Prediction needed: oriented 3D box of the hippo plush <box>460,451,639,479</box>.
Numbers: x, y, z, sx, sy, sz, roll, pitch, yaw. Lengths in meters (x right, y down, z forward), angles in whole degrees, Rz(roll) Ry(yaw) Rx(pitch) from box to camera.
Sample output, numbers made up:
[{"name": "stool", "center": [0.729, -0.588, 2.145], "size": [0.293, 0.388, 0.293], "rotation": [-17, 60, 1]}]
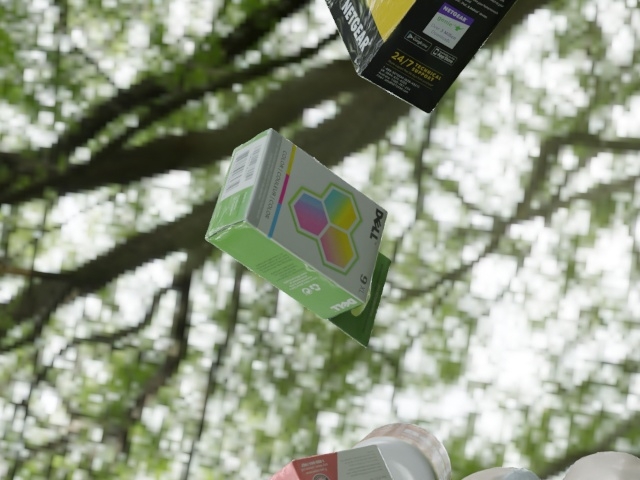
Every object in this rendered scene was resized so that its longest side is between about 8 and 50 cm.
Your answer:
[{"name": "hippo plush", "center": [0.173, 0.317, 1.252], "size": [0.294, 0.234, 0.237], "rotation": [48, -148, -39]}]

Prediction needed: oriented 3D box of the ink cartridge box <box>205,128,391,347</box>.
[{"name": "ink cartridge box", "center": [0.000, 0.000, 1.697], "size": [0.209, 0.062, 0.109], "rotation": [36, -129, -27]}]

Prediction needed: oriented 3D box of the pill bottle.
[{"name": "pill bottle", "center": [0.089, 0.276, 2.111], "size": [0.216, 0.121, 0.121], "rotation": [-9, -76, -80]}]

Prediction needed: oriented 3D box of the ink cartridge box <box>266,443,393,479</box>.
[{"name": "ink cartridge box", "center": [0.035, 0.291, 1.624], "size": [0.115, 0.067, 0.198], "rotation": [-4, -119, -45]}]

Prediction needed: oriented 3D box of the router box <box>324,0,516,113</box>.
[{"name": "router box", "center": [0.100, -0.289, 1.581], "size": [0.081, 0.309, 0.243], "rotation": [27, -68, -27]}]
